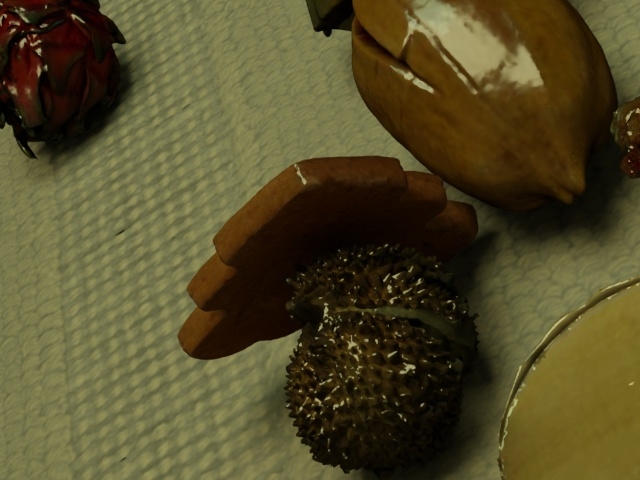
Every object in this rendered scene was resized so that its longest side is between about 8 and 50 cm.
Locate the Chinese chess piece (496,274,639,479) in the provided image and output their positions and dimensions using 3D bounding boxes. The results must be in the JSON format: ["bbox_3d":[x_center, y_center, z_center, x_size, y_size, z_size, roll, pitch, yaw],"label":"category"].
[{"bbox_3d":[0.252,0.141,1.431,0.257,0.104,0.257,-25,40,22],"label":"Chinese chess piece"}]

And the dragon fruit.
[{"bbox_3d":[-0.314,-0.208,2.285,0.182,0.188,0.182,-32,3,2],"label":"dragon fruit"}]

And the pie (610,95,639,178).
[{"bbox_3d":[0.393,-0.110,1.579,0.274,0.105,0.257,-49,50,-4],"label":"pie"}]

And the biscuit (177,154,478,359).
[{"bbox_3d":[0.000,0.000,1.671,0.284,0.306,0.043,-22,66,-5],"label":"biscuit"}]

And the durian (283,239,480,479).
[{"bbox_3d":[0.036,0.092,1.614,0.167,0.196,0.196,-27,38,29],"label":"durian"}]

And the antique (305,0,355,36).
[{"bbox_3d":[0.079,-0.296,1.940,0.284,0.125,0.150,-50,48,54],"label":"antique"}]

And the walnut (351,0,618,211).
[{"bbox_3d":[0.150,-0.138,1.747,0.209,0.209,0.336,-39,47,5],"label":"walnut"}]
